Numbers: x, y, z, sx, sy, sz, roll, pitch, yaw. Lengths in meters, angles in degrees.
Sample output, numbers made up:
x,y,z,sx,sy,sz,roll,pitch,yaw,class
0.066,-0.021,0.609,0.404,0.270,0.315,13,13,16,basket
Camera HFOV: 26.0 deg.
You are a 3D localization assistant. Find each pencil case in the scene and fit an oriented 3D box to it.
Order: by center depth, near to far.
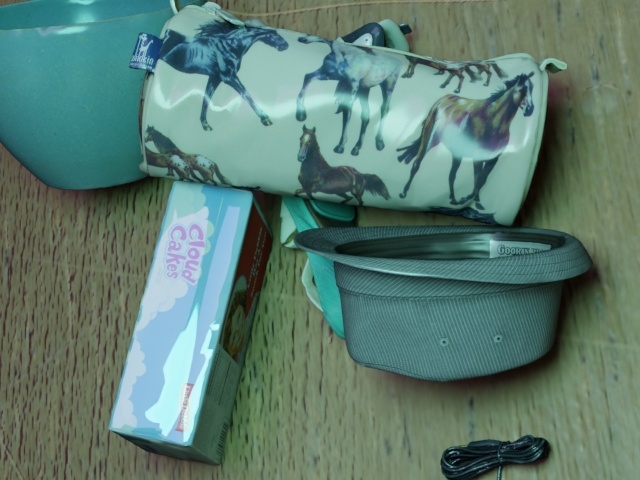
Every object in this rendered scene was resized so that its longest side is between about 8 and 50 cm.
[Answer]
x,y,z,sx,sy,sz,roll,pitch,yaw,class
0.024,-0.127,1.356,0.410,0.160,0.184,9,104,7,pencil case

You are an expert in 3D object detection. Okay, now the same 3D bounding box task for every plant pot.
x,y,z,sx,sy,sz,roll,pitch,yaw,class
-0.262,-0.168,1.569,0.290,0.290,0.195,4,109,31,plant pot

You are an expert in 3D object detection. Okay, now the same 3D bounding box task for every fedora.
x,y,z,sx,sy,sz,roll,pitch,yaw,class
0.112,0.057,1.288,0.275,0.244,0.124,-2,99,-10,fedora

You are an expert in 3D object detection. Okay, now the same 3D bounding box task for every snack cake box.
x,y,z,sx,sy,sz,roll,pitch,yaw,class
-0.128,0.087,1.428,0.089,0.152,0.264,10,75,11,snack cake box

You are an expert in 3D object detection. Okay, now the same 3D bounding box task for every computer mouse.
x,y,z,sx,sy,sz,roll,pitch,yaw,class
0.156,0.274,1.270,0.106,0.042,0.193,-6,68,26,computer mouse

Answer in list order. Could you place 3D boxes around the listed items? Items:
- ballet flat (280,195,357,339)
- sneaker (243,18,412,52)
x,y,z,sx,sy,sz,roll,pitch,yaw,class
0.000,0.000,1.447,0.087,0.083,0.247,-41,53,26,ballet flat
0.022,-0.198,1.502,0.153,0.094,0.235,-45,56,6,sneaker
